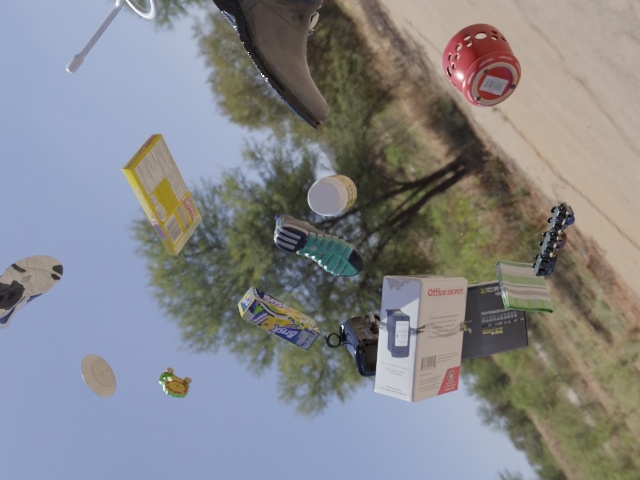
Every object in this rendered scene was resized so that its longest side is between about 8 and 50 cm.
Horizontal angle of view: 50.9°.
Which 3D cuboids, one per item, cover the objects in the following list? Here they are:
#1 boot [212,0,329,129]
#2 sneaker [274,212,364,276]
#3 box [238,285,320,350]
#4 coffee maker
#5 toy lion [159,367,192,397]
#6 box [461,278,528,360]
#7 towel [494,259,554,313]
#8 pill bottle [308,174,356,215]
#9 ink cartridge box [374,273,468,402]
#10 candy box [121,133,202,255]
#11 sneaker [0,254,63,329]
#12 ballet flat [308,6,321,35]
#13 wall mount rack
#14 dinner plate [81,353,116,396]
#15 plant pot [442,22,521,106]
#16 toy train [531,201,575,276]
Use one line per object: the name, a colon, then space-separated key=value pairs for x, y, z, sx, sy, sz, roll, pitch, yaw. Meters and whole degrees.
boot: x=-0.028 y=-0.366 z=1.068 sx=0.338 sy=0.222 sz=0.118 roll=57 pitch=-174 yaw=3
sneaker: x=0.000 y=0.000 z=1.489 sx=0.223 sy=0.083 sz=0.098 roll=27 pitch=-154 yaw=-23
box: x=-0.086 y=0.163 z=1.399 sx=0.169 sy=0.054 sz=0.059 roll=32 pitch=-169 yaw=-24
coffee maker: x=0.115 y=0.291 z=1.827 sx=0.120 sy=0.171 sz=0.178 roll=57 pitch=-178 yaw=-18
toy lion: x=-0.424 y=0.417 z=1.946 sx=0.100 sy=0.034 sz=0.096 roll=26 pitch=-163 yaw=10
box: x=0.414 y=0.201 z=1.734 sx=0.059 sy=0.232 sz=0.183 roll=-171 pitch=74 yaw=-75
towel: x=0.469 y=0.103 z=1.550 sx=0.152 sy=0.113 sz=0.023 roll=-87 pitch=1 yaw=-51
pill bottle: x=0.035 y=-0.137 z=2.040 sx=0.119 sy=0.119 sz=0.208 roll=56 pitch=-164 yaw=0
ink cartridge box: x=0.205 y=0.188 z=1.359 sx=0.172 sy=0.100 sz=0.237 roll=2 pitch=-86 yaw=-49
candy box: x=-0.284 y=-0.081 z=1.231 sx=0.105 sy=0.027 sz=0.206 roll=-65 pitch=-32 yaw=-41
sneaker: x=-0.690 y=0.126 z=1.492 sx=0.094 sy=0.153 sz=0.235 roll=48 pitch=-132 yaw=-11
ballet flat: x=-0.030 y=-0.724 z=2.119 sx=0.070 sy=0.070 sz=0.188 roll=36 pitch=-117 yaw=-66
wall mount rack: x=-0.423 y=-0.452 z=1.086 sx=0.350 sy=0.130 sz=0.304 roll=50 pitch=155 yaw=-1
dinner plate: x=-0.653 y=0.398 z=1.998 sx=0.141 sy=0.017 sz=0.141 roll=55 pitch=-167 yaw=-20
plant pot: x=0.458 y=-0.486 z=1.888 sx=0.191 sy=0.191 sz=0.174 roll=48 pitch=-165 yaw=-41
toy train: x=0.359 y=0.001 z=1.034 sx=0.158 sy=0.036 sz=0.027 roll=88 pitch=177 yaw=-48
